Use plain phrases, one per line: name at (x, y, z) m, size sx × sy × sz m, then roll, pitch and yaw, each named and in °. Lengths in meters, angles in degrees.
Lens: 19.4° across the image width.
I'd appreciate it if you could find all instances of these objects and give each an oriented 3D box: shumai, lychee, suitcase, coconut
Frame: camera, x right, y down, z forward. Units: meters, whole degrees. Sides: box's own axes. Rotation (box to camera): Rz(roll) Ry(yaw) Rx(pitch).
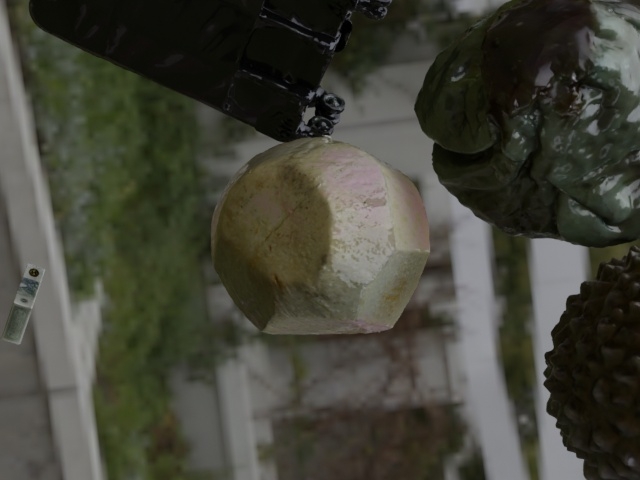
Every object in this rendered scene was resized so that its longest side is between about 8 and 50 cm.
shumai at (0.262, -0.134, 1.991) m, size 0.304 × 0.309 × 0.263 m, roll 57°, pitch 5°, yaw 6°
lychee at (0.466, 0.162, 2.103) m, size 0.380 × 0.432 × 0.380 m, roll 13°, pitch 90°, yaw -85°
suitcase at (-0.137, -0.321, 2.313) m, size 0.194 × 0.434 × 0.283 m, roll -69°, pitch -178°, yaw -52°
coconut at (0.000, 0.000, 1.954) m, size 0.237 × 0.236 × 0.197 m, roll 84°, pitch 1°, yaw -80°

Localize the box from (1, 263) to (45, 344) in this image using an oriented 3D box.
box at (-0.329, 0.070, 2.079) m, size 0.083 × 0.024 × 0.054 m, roll -85°, pitch -163°, yaw -59°
